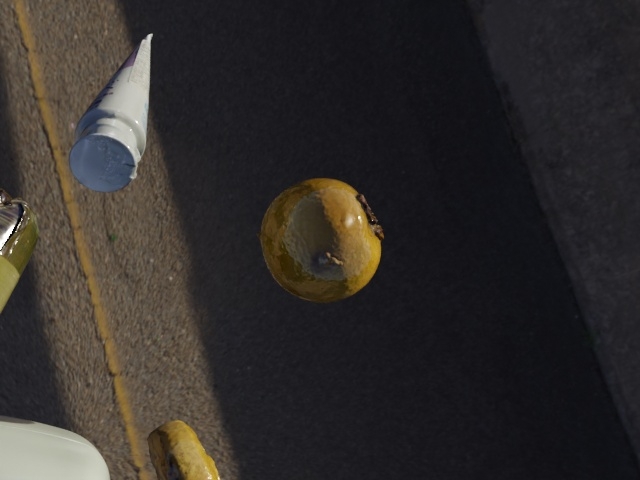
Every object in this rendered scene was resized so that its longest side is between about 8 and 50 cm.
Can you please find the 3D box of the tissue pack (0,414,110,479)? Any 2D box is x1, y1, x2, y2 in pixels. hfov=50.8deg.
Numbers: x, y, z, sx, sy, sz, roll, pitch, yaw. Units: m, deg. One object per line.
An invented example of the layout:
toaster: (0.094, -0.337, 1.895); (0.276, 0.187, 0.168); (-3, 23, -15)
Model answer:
tissue pack: (-0.333, 0.342, 0.630); (0.229, 0.236, 0.333); (18, 82, -24)

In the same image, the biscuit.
biscuit: (-0.224, 0.465, 1.217); (0.101, 0.296, 0.297); (-19, 81, -25)

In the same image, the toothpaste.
toothpaste: (-0.236, -0.155, 0.791); (0.073, 0.114, 0.299); (24, 25, -23)

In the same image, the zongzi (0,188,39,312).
zongzi: (-0.571, 0.037, 0.883); (0.317, 0.154, 0.289); (17, 54, -6)

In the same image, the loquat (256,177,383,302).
loquat: (0.000, 0.000, 0.728); (0.141, 0.141, 0.141); (6, 71, -18)
